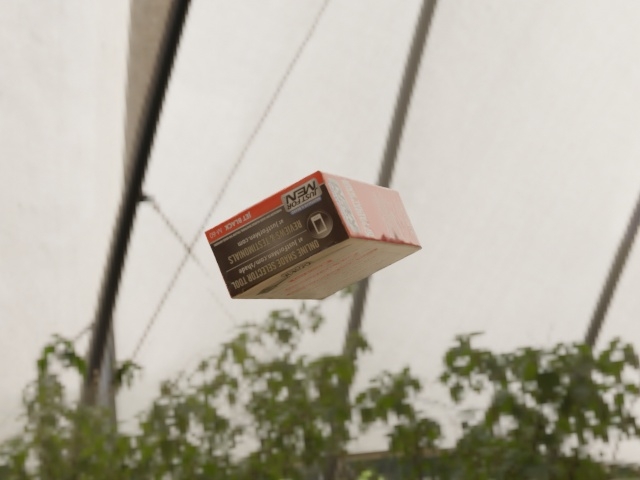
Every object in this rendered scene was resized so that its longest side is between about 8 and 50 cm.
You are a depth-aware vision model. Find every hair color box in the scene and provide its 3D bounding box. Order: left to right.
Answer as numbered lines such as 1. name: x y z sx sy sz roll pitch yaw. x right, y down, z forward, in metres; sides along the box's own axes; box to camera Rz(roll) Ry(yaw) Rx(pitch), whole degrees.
1. hair color box: 0.000 0.000 0.886 0.093 0.053 0.167 -27 -10 17
